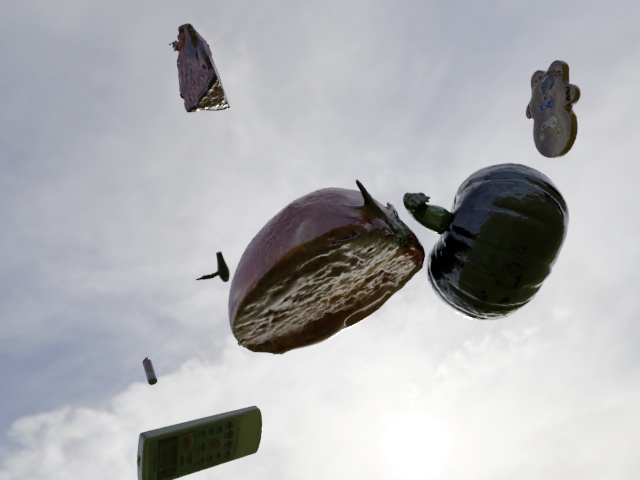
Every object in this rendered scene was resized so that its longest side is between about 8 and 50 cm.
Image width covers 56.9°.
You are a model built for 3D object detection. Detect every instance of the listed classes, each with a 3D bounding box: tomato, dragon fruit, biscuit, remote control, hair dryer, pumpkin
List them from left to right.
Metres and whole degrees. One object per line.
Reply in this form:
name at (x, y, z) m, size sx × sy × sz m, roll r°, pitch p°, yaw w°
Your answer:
dragon fruit at (-0.266, -0.362, 1.228) m, size 0.092 × 0.122 × 0.192 m, roll -19°, pitch -98°, yaw -2°
remote control at (-0.255, 0.445, 1.289) m, size 0.286 × 0.038 × 0.123 m, roll -2°, pitch -74°, yaw -35°
hair dryer at (-0.264, 0.073, 1.430) m, size 0.083 × 0.031 × 0.078 m, roll -18°, pitch -68°, yaw -13°
tomato at (-0.011, 0.023, 0.869) m, size 0.309 × 0.170 × 0.309 m, roll -19°, pitch -33°, yaw -13°
pumpkin at (0.238, -0.013, 0.906) m, size 0.248 × 0.248 × 0.247 m, roll -10°, pitch -58°, yaw -17°
biscuit at (0.570, -0.318, 1.454) m, size 0.039 × 0.180 × 0.236 m, roll -4°, pitch -96°, yaw -19°

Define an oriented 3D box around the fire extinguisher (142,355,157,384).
fire extinguisher at (-0.398, 0.300, 1.366) m, size 0.022 × 0.083 × 0.028 m, roll 19°, pitch -69°, yaw -39°
